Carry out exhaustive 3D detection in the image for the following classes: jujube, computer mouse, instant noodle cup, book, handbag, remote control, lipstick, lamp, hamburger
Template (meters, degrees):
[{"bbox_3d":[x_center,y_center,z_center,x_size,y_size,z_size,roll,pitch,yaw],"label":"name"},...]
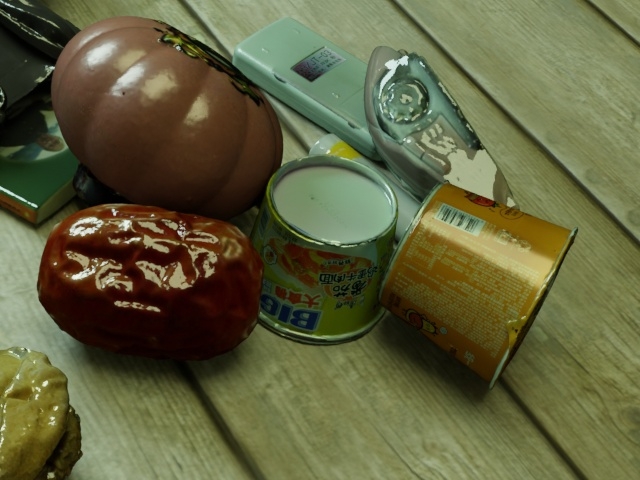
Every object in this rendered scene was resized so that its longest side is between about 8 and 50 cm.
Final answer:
[{"bbox_3d":[-0.189,0.047,1.364,0.250,0.174,0.174,12,44,-4],"label":"jujube"},{"bbox_3d":[0.159,-0.091,1.579,0.115,0.199,0.389,-33,70,3],"label":"computer mouse"},{"bbox_3d":[0.000,0.000,1.469,0.204,0.153,0.205,6,43,-5],"label":"instant noodle cup"},{"bbox_3d":[-0.443,-0.178,1.630,0.371,0.043,0.260,28,48,17],"label":"book"},{"bbox_3d":[-0.469,-0.249,1.596,0.257,0.113,0.285,30,48,11],"label":"handbag"},{"bbox_3d":[0.020,-0.223,1.765,0.296,0.056,0.140,35,51,20],"label":"remote control"},{"bbox_3d":[0.090,-0.046,1.601,0.059,0.059,0.264,-28,57,-34],"label":"lipstick"},{"bbox_3d":[-0.196,-0.132,1.481,0.305,0.240,0.305,35,12,-9],"label":"lamp"},{"bbox_3d":[0.178,0.042,1.412,0.172,0.216,0.216,29,46,11],"label":"instant noodle cup"},{"bbox_3d":[-0.382,0.196,1.183,0.283,0.145,0.259,17,26,8],"label":"hamburger"}]

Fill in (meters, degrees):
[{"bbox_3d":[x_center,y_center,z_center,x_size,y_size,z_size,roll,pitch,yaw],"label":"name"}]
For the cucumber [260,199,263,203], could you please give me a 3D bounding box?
[{"bbox_3d":[-0.076,-0.071,1.607,0.135,0.033,0.034,46,15,29],"label":"cucumber"}]
